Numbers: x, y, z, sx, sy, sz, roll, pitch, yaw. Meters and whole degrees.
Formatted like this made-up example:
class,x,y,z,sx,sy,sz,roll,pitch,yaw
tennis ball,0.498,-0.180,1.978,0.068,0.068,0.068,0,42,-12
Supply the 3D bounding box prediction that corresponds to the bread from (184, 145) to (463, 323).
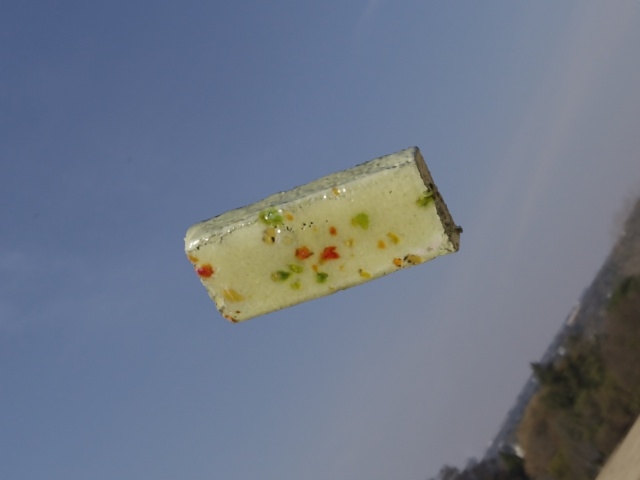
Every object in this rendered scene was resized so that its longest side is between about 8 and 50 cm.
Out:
class,x,y,z,sx,sy,sz,roll,pitch,yaw
bread,0.000,0.000,0.571,0.028,0.153,0.068,-78,-35,-56
